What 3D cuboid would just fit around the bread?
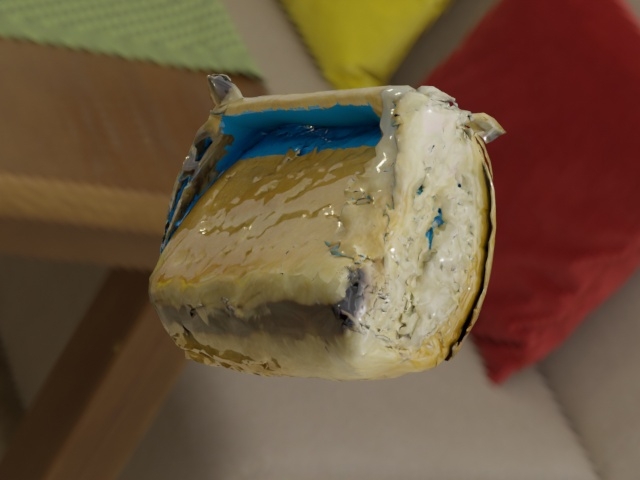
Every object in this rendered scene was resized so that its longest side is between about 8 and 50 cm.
[{"bbox_3d":[0.000,0.000,0.460,0.053,0.072,0.106,23,-10,-28],"label":"bread"}]
